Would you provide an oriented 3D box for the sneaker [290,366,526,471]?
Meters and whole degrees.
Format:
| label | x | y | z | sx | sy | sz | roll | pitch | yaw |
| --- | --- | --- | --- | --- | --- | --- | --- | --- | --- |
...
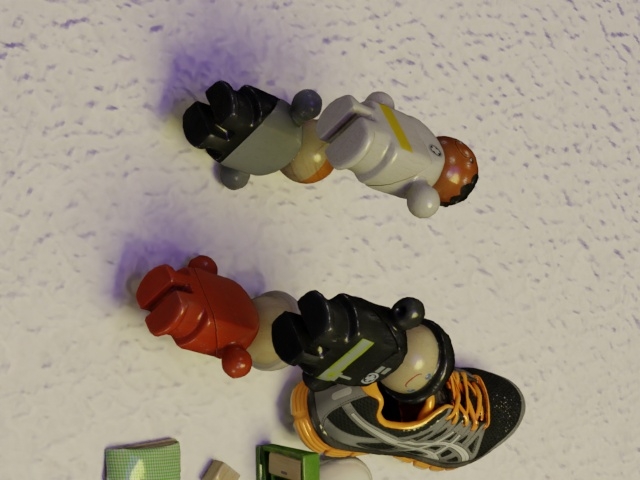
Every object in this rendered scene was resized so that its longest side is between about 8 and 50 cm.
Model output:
| label | x | y | z | sx | sy | sz | roll | pitch | yaw |
| --- | --- | --- | --- | --- | --- | --- | --- | --- | --- |
| sneaker | 0.083 | 0.128 | 1.384 | 0.215 | 0.083 | 0.084 | 1 | 67 | -38 |

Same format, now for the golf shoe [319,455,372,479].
| label | x | y | z | sx | sy | sz | roll | pitch | yaw |
| --- | --- | --- | --- | --- | --- | --- | --- | --- | --- |
| golf shoe | -0.009 | 0.229 | 1.336 | 0.176 | 0.086 | 0.069 | -43 | 116 | -28 |

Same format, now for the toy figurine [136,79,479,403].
| label | x | y | z | sx | sy | sz | roll | pitch | yaw |
| --- | --- | --- | --- | --- | --- | --- | --- | --- | --- |
| toy figurine | 0.000 | 0.000 | 1.243 | 0.148 | 0.213 | 0.209 | 19 | 81 | -46 |

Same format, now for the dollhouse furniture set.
| label | x | y | z | sx | sy | sz | roll | pitch | yaw |
| --- | --- | --- | --- | --- | --- | --- | --- | --- | --- |
| dollhouse furniture set | -0.077 | 0.181 | 1.295 | 0.151 | 0.058 | 0.076 | -5 | 97 | -37 |
